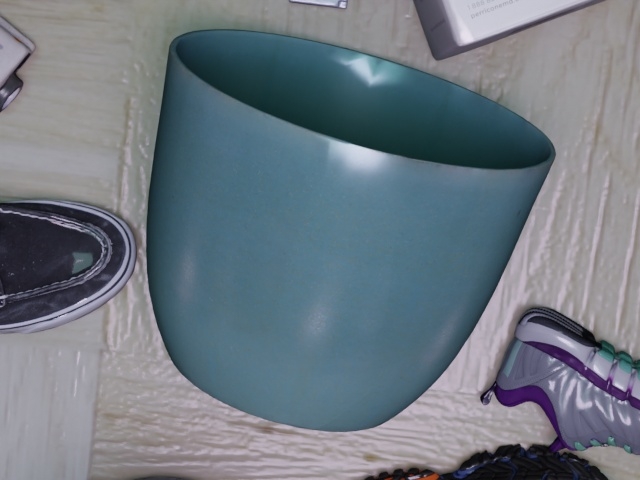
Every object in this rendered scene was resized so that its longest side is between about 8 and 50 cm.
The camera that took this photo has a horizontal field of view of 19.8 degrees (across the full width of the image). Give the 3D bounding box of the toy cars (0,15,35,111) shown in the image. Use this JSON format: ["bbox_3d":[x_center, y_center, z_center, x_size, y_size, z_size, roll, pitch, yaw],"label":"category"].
[{"bbox_3d":[-0.417,-0.089,1.454,0.393,0.087,0.177,-11,93,0],"label":"toy cars"}]

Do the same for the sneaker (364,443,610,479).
[{"bbox_3d":[0.129,0.224,1.489,0.221,0.083,0.087,-10,108,4],"label":"sneaker"}]

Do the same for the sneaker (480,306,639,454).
[{"bbox_3d":[0.243,0.146,1.485,0.223,0.083,0.098,31,101,9],"label":"sneaker"}]

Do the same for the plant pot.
[{"bbox_3d":[0.000,0.000,1.374,0.293,0.293,0.235,16,107,-1],"label":"plant pot"}]

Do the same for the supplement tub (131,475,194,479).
[{"bbox_3d":[-0.126,0.299,1.351,0.207,0.338,0.207,0,93,-1],"label":"supplement tub"}]

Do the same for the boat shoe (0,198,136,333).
[{"bbox_3d":[-0.291,0.016,1.434,0.301,0.102,0.108,-2,81,-11],"label":"boat shoe"}]

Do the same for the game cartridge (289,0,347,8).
[{"bbox_3d":[-0.001,-0.232,1.488,0.056,0.017,0.083,7,92,-5],"label":"game cartridge"}]

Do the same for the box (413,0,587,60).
[{"bbox_3d":[0.113,-0.329,1.386,0.168,0.215,0.345,-20,93,0],"label":"box"}]
